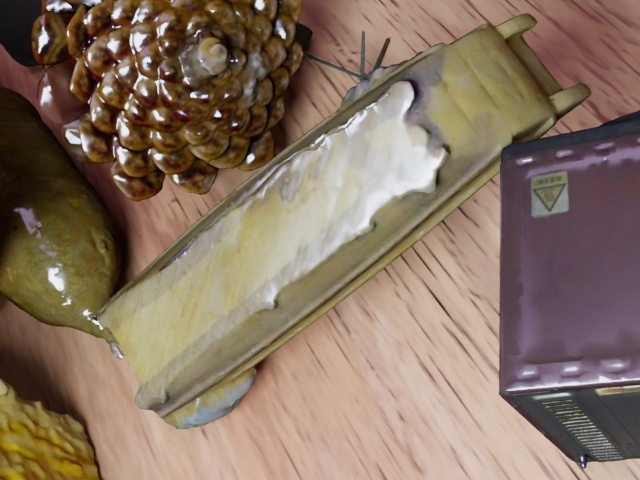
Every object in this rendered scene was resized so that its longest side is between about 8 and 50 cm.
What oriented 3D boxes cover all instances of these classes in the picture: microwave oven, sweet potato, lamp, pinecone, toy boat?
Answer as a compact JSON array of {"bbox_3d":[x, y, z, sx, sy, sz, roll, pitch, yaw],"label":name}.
[{"bbox_3d":[0.244,0.025,0.578,0.247,0.178,0.188,-10,57,27],"label":"microwave oven"},{"bbox_3d":[-0.295,-0.031,0.952,0.158,0.158,0.369,-47,50,-1],"label":"sweet potato"},{"bbox_3d":[0.004,-0.183,0.939,0.121,0.041,0.054,10,77,38],"label":"lamp"},{"bbox_3d":[-0.139,-0.174,0.893,0.264,0.264,0.264,-15,57,23],"label":"pinecone"},{"bbox_3d":[0.000,0.000,0.735,0.445,0.162,0.136,-38,78,28],"label":"toy boat"}]

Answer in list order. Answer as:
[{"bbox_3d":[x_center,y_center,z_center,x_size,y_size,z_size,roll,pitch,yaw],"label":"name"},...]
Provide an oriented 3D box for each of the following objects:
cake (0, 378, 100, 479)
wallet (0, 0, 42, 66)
[{"bbox_3d":[-0.294,0.274,0.730,0.227,0.222,0.286,-37,51,10],"label":"cake"},{"bbox_3d":[-0.273,-0.311,1.082,0.309,0.165,0.042,-18,35,29],"label":"wallet"}]
